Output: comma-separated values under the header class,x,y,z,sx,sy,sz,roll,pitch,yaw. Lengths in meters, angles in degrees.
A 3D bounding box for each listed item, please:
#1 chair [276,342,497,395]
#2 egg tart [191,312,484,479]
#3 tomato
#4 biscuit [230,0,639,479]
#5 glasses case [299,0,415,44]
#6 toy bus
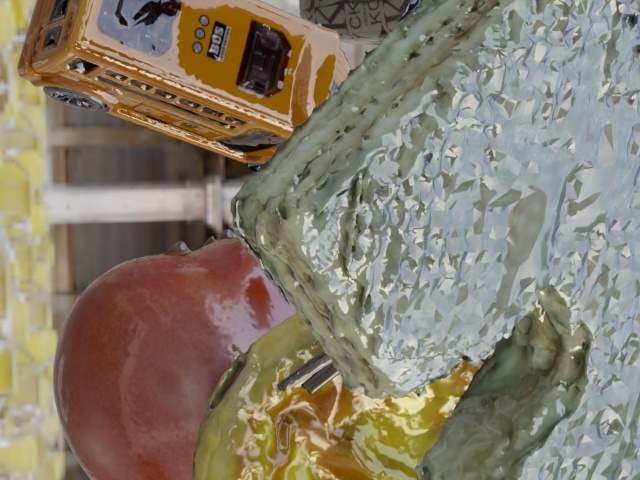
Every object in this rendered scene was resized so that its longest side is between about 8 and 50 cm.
class,x,y,z,sx,sy,sz,roll,pitch,yaw
chair,0.132,0.094,1.056,0.188,0.272,0.166,53,2,8
egg tart,0.036,0.203,1.222,0.132,0.341,0.341,-6,-95,64
tomato,-0.116,0.156,1.423,0.321,0.321,0.321,178,-90,-82
biscuit,0.077,0.028,0.456,0.046,0.147,0.250,22,-29,47
glasses case,0.134,-0.216,1.184,0.354,0.137,0.085,-1,-84,42
toy bus,-0.057,-0.095,0.751,0.088,0.194,0.083,-4,-109,59
